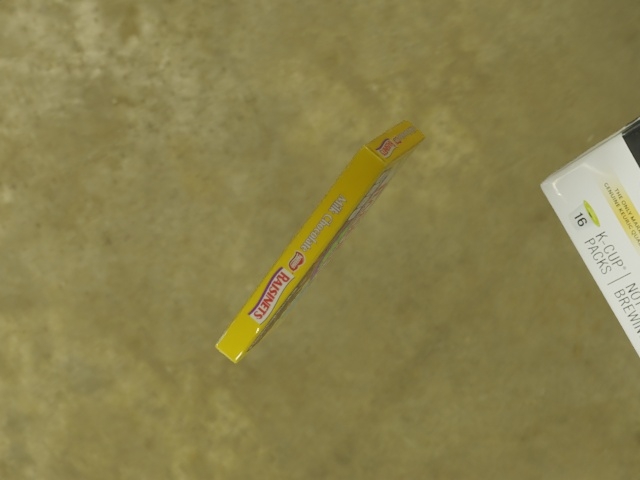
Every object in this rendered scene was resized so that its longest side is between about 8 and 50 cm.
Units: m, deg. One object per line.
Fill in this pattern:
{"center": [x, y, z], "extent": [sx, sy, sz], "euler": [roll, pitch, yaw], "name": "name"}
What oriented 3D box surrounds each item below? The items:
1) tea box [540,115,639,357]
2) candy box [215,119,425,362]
{"center": [0.388, 0.006, 0.796], "extent": [0.323, 0.220, 0.329], "euler": [-34, 83, 42], "name": "tea box"}
{"center": [0.000, 0.000, 0.925], "extent": [0.027, 0.105, 0.206], "euler": [39, 115, 4], "name": "candy box"}
